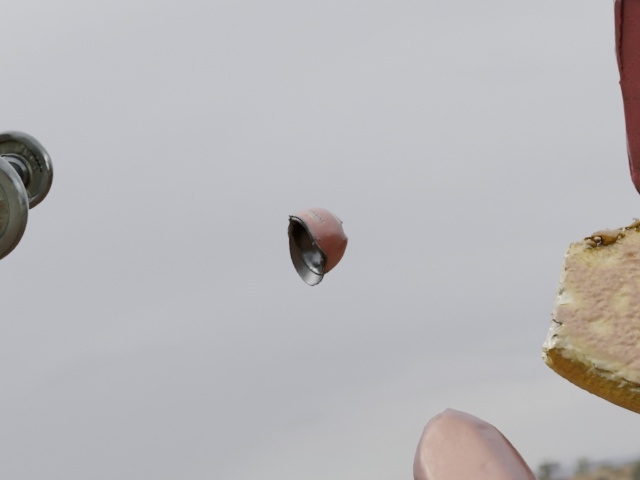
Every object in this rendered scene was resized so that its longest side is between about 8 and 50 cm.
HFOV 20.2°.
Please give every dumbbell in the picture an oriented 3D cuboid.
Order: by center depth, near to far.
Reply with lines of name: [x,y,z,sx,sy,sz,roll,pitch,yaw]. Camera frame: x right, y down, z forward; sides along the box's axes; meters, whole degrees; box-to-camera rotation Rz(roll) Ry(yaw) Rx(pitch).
dumbbell: [-0.296,-0.052,1.637,0.110,0.110,0.254,-11,14,10]

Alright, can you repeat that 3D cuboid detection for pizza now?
pizza: [0.348,0.065,1.948,0.189,0.297,0.071,18,-38,11]

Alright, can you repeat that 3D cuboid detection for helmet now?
helmet: [0.001,0.000,1.758,0.049,0.065,0.084,-28,-32,-23]

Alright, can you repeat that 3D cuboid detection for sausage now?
sausage: [0.155,0.247,1.408,0.094,0.097,0.348,-42,30,6]

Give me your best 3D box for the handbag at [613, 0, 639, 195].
handbag: [0.284,-0.120,1.200,0.146,0.225,0.135,-24,28,-33]
